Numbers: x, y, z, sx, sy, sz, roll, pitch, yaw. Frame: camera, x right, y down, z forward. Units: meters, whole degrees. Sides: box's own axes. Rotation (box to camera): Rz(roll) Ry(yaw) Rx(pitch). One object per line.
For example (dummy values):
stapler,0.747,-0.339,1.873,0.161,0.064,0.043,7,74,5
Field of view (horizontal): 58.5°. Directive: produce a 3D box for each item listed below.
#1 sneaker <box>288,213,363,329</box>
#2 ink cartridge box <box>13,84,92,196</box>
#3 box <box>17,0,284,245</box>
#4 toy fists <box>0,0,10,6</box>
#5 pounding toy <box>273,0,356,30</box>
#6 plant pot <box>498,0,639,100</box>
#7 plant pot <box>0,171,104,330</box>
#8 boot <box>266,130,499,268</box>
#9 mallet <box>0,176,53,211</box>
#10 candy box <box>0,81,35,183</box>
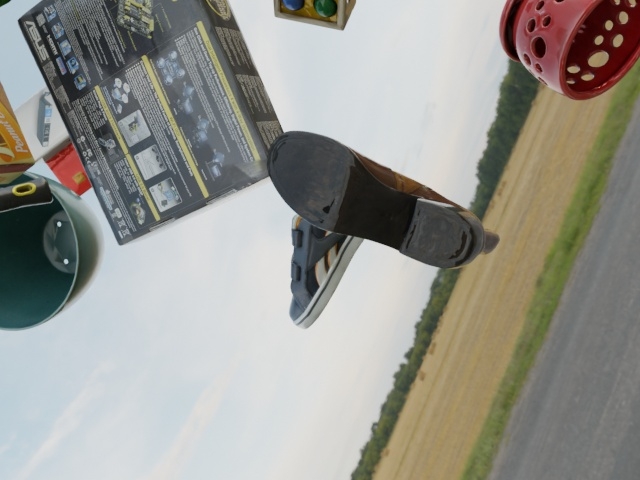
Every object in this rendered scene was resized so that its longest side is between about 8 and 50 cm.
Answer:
sneaker,0.000,0.000,0.980,0.321,0.128,0.126,-61,7,19
ink cartridge box,-0.624,-0.288,1.484,0.296,0.261,0.066,-34,6,9
box,-0.255,-0.226,0.875,0.394,0.319,0.097,66,-154,-3
toy fists,-0.525,-0.309,0.709,0.096,0.280,0.142,79,-176,-50
pounding toy,-0.048,-0.458,0.933,0.181,0.206,0.094,90,-163,-58
plant pot,0.400,-0.348,0.918,0.191,0.174,0.191,-19,-43,-19
plant pot,-0.537,0.010,1.102,0.195,0.291,0.290,-23,-46,-78
boot,0.094,-0.053,0.722,0.280,0.264,0.096,-8,-63,-69
mallet,-0.264,-0.016,0.336,0.190,0.062,0.039,-25,-19,-30
candy box,-0.592,-0.237,0.866,0.183,0.088,0.316,-21,-92,-61
